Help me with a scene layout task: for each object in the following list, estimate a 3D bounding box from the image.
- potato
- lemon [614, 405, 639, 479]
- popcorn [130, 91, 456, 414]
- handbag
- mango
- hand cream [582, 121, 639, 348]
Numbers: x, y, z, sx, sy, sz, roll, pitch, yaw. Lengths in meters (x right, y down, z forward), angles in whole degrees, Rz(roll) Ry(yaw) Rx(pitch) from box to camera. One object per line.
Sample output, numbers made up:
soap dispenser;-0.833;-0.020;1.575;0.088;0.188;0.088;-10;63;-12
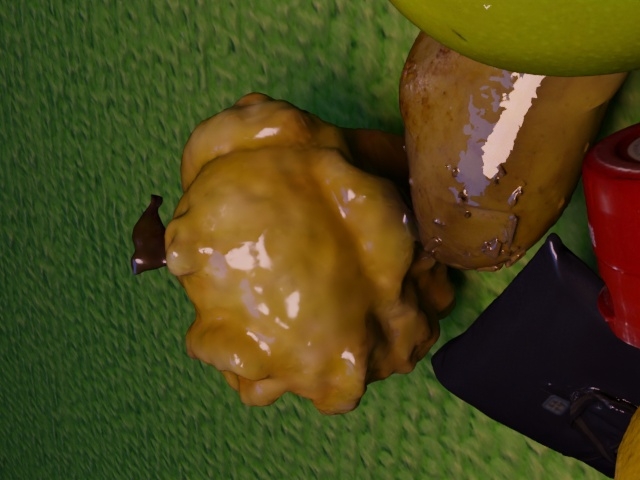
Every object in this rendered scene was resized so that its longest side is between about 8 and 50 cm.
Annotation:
potato;0.145;-0.116;0.960;0.173;0.140;0.300;39;119;39
lemon;0.315;0.172;0.849;0.219;0.240;0.240;-134;27;-77
popcorn;0.000;0.000;1.145;0.281;0.316;0.297;-8;116;48
handbag;0.224;0.110;1.047;0.211;0.088;0.254;34;147;1
mango;0.193;-0.195;0.771;0.343;0.156;0.192;5;124;12
hand cream;0.273;-0.013;0.827;0.193;0.193;0.125;11;117;55
